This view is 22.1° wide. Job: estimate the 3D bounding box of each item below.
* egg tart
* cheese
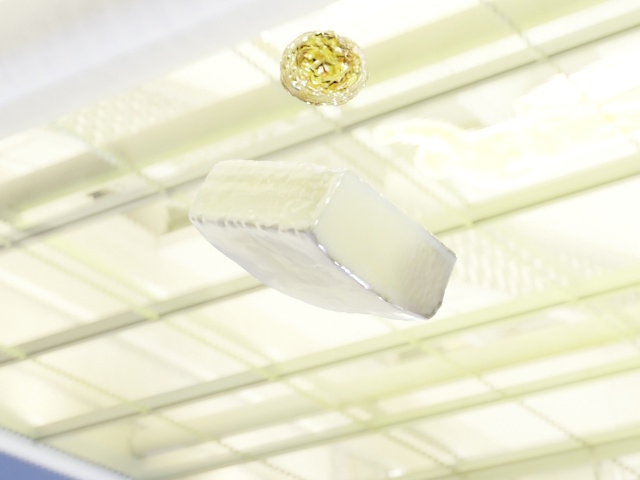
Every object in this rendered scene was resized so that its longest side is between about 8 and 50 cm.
[{"bbox_3d":[0.003,-0.234,2.284,0.049,0.128,0.129,97,174,-64],"label":"egg tart"},{"bbox_3d":[0.000,0.000,2.079,0.242,0.265,0.124,41,-112,-34],"label":"cheese"}]
